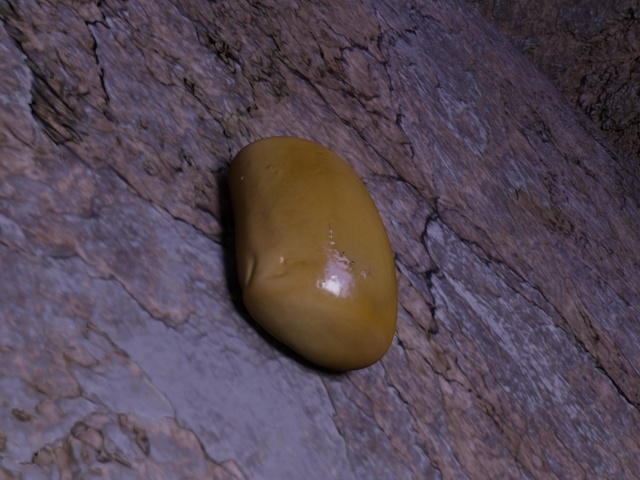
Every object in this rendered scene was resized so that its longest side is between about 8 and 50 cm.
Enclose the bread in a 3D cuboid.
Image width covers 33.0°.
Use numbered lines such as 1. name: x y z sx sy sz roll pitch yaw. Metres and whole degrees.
1. bread: 0.000 0.000 0.876 0.147 0.098 0.217 35 29 -38
